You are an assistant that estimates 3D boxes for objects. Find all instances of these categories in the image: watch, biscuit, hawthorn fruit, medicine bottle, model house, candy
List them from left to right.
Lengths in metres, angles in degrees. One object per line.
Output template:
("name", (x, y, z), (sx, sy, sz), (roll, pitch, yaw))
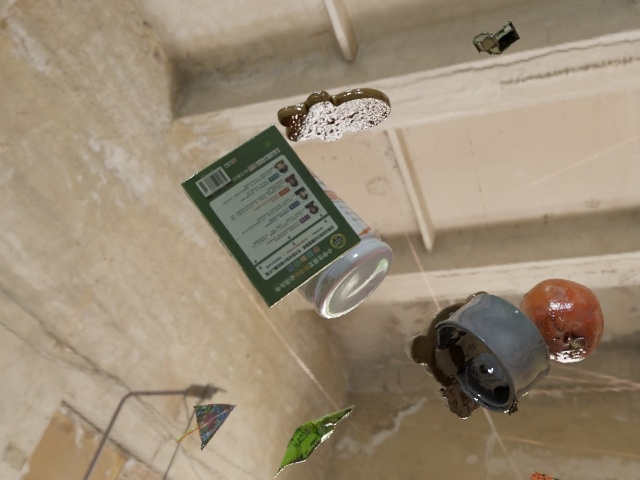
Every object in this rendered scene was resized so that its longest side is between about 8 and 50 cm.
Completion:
("candy", (-0.027, 0.498, 1.679), (0.069, 0.149, 0.246), (44, -71, 19))
("medicine bottle", (-0.020, -0.011, 1.401), (0.316, 0.202, 0.202), (45, -25, 26))
("biscuit", (0.032, -0.266, 1.402), (0.237, 0.039, 0.180), (-9, -22, 6))
("watch", (0.456, 0.319, 1.790), (0.335, 0.314, 0.327), (64, -23, -11))
("model house", (0.356, -0.411, 1.364), (0.057, 0.083, 0.058), (50, 1, -23))
("hawthorn fruit", (0.771, 0.269, 2.102), (0.276, 0.307, 0.275), (3, -73, 9))

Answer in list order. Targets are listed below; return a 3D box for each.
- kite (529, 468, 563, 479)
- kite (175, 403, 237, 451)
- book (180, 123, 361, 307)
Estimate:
("kite", (0.391, 0.425, 1.097), (0.125, 0.222, 0.008), (-24, -89, 28))
("kite", (-0.260, 0.416, 1.515), (0.159, 0.190, 0.010), (-27, -69, -6))
("book", (-0.085, -0.046, 1.154), (0.264, 0.202, 0.027), (53, -15, 5))
